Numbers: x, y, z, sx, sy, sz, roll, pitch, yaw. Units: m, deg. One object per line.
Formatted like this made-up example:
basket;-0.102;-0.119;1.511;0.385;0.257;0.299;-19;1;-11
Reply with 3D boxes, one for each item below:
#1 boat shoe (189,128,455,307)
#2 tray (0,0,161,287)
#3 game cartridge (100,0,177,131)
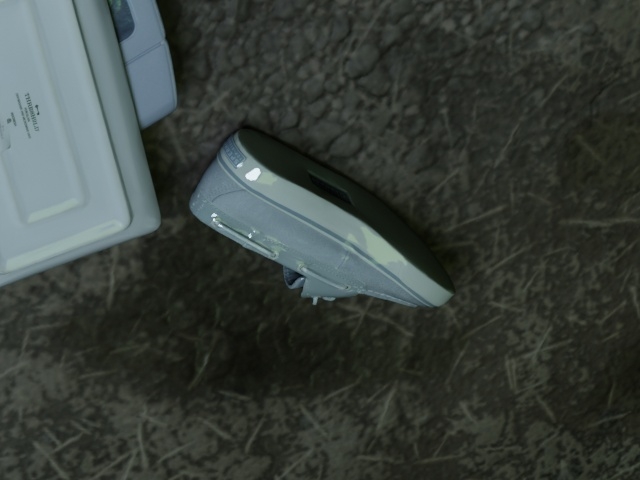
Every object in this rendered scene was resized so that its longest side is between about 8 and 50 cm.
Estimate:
boat shoe;0.000;0.000;1.298;0.227;0.079;0.081;31;113;-33
tray;-0.188;-0.085;1.105;0.145;0.030;0.270;-20;128;-13
game cartridge;-0.212;-0.155;1.099;0.196;0.060;0.294;-35;130;-7
